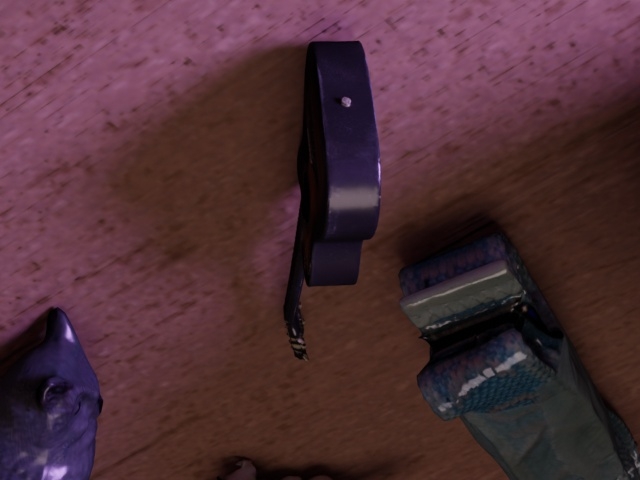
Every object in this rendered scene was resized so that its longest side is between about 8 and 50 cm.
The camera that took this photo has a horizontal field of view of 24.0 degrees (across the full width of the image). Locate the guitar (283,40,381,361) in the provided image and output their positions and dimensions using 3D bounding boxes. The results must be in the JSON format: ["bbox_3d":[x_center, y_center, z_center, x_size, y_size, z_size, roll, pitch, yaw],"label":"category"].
[{"bbox_3d":[0.000,0.000,0.708,0.025,0.088,0.233,-3,150,-7],"label":"guitar"}]

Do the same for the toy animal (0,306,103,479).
[{"bbox_3d":[-0.182,0.123,0.812,0.117,0.121,0.210,5,124,-10],"label":"toy animal"}]

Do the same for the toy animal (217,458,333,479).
[{"bbox_3d":[-0.007,0.178,0.921,0.124,0.085,0.071,3,123,-24],"label":"toy animal"}]

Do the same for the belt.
[{"bbox_3d":[0.126,0.101,0.838,0.072,0.087,0.302,-19,140,17],"label":"belt"}]
